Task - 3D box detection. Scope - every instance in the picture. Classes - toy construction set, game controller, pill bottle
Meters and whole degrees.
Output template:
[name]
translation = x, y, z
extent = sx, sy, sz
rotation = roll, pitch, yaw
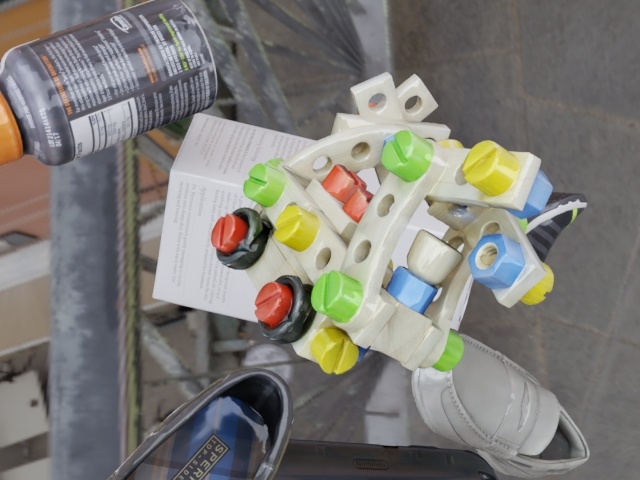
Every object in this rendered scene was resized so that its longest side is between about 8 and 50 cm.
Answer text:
[toy construction set]
translation = 0.037, -0.024, 0.866
extent = 0.151, 0.327, 0.215
rotation = 31, 104, -20
[game controller]
translation = 0.038, 0.250, 0.994
extent = 0.067, 0.319, 0.166
rotation = -27, 60, 51
[pill bottle]
translation = -0.241, -0.158, 1.240
extent = 0.246, 0.130, 0.130
rotation = -24, 72, -22

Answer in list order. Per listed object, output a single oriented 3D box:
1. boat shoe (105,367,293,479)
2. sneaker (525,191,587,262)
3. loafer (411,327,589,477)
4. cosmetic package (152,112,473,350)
[boat shoe]
translation = -0.082, 0.142, 0.540
extent = 0.080, 0.076, 0.228
rotation = 41, 51, 5
[sneaker]
translation = 0.303, -0.002, 1.758
extent = 0.084, 0.235, 0.097
rotation = 9, 118, 54
[loafer]
translation = 0.189, 0.169, 1.230
extent = 0.111, 0.319, 0.112
rotation = -1, 67, 31
[cosmetic package]
translation = 0.000, 0.000, 1.433
extent = 0.366, 0.155, 0.197
rotation = 14, 124, -1
